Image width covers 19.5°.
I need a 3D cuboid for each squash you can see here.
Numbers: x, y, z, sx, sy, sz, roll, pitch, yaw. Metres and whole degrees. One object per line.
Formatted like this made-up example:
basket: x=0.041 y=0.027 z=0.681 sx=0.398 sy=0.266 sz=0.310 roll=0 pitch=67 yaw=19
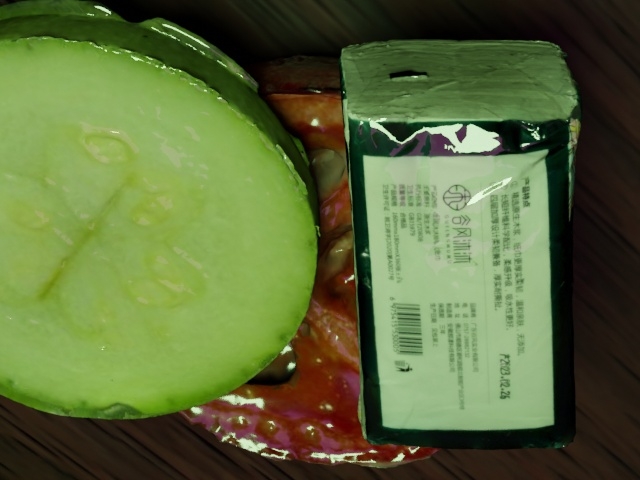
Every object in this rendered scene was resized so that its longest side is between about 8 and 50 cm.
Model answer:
squash: x=-0.107 y=-0.005 z=0.872 sx=0.219 sy=0.041 sz=0.219 roll=5 pitch=121 yaw=8

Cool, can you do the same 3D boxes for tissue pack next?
tissue pack: x=0.061 y=0.002 z=0.816 sx=0.103 sy=0.090 sz=0.170 roll=0 pitch=122 yaw=6

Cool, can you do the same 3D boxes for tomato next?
tomato: x=0.002 y=-0.003 z=0.933 sx=0.228 sy=0.101 sz=0.228 roll=3 pitch=120 yaw=6
